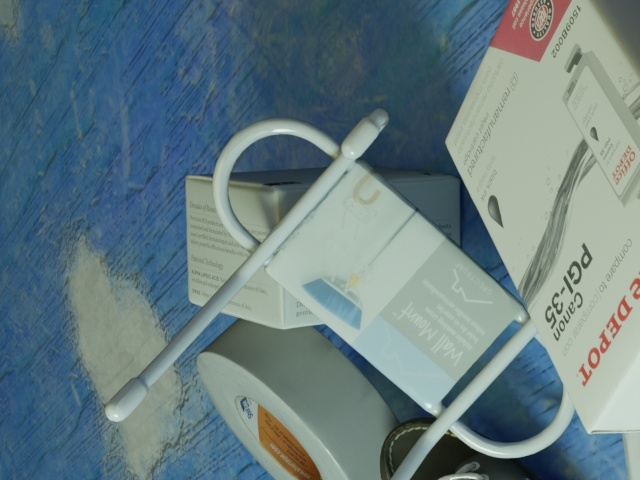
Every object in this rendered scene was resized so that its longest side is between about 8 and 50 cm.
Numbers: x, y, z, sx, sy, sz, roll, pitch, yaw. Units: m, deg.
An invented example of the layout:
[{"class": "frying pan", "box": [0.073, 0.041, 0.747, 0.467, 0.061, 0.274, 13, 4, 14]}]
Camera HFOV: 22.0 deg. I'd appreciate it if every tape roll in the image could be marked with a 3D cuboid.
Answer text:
[{"class": "tape roll", "box": [-0.014, 0.162, 1.504, 0.219, 0.072, 0.219, 41, 158, 21]}]

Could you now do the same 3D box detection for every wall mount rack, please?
[{"class": "wall mount rack", "box": [0.023, 0.078, 1.252, 0.350, 0.304, 0.130, 41, -175, 0]}]

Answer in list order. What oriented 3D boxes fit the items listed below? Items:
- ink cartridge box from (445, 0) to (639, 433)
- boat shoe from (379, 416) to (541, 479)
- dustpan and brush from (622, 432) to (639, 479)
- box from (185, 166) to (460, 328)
[{"class": "ink cartridge box", "box": [0.211, -0.042, 1.094, 0.207, 0.117, 0.283, 113, 147, -40]}, {"class": "boat shoe", "box": [0.153, 0.245, 1.282, 0.335, 0.112, 0.095, 48, 175, 35]}, {"class": "dustpan and brush", "box": [0.297, 0.191, 1.116, 0.211, 0.060, 0.147, 175, 86, -66]}, {"class": "box", "box": [0.000, 0.000, 1.433, 0.182, 0.181, 0.119, 11, 104, 60]}]
